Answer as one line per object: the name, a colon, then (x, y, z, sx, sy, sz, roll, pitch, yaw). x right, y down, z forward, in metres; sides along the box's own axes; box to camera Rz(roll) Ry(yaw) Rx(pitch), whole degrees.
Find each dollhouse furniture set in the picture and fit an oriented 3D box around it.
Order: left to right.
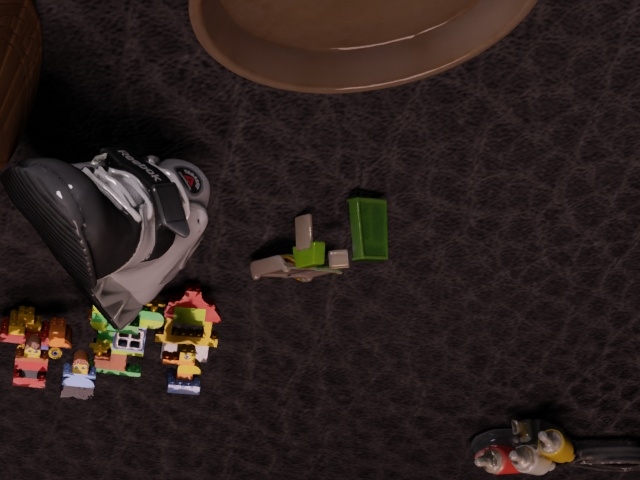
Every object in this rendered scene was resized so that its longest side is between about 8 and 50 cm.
dollhouse furniture set: (0.000, 0.000, 1.848, 0.076, 0.058, 0.152, 3, 169, -37)

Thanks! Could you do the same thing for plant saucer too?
plant saucer: (0.036, -0.202, 1.471, 0.278, 0.041, 0.278, -8, 153, -4)

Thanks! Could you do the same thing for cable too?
cable: (0.293, 0.275, 2.392, 0.139, 0.072, 0.287, -23, 150, 34)

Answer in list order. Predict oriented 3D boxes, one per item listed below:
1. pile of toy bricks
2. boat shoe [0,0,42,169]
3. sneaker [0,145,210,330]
pile of toy bricks: (-0.199, 0.080, 1.868, 0.212, 0.118, 0.105, 5, 117, -9)
boat shoe: (-0.297, -0.154, 1.404, 0.123, 0.123, 0.342, 17, 167, 14)
sneaker: (-0.167, -0.030, 1.629, 0.146, 0.122, 0.330, -39, 170, -6)
